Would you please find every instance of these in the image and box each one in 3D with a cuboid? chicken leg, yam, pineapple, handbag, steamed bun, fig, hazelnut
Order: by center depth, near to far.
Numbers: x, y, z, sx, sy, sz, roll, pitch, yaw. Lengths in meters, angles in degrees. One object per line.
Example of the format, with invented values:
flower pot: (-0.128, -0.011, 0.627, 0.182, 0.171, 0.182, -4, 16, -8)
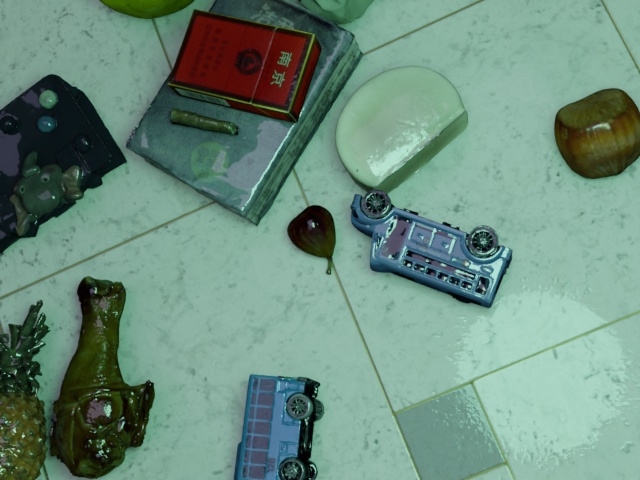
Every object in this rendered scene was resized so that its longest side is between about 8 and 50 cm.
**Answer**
hazelnut: (0.485, -0.184, 1.654, 0.150, 0.150, 0.150, -2, 78, 11)
steamed bun: (0.134, -0.207, 1.711, 0.242, 0.146, 0.164, -41, 77, 1)
yam: (-0.207, -0.215, 1.717, 0.130, 0.027, 0.033, 11, 81, 14)
chicken leg: (-0.388, 0.252, 1.726, 0.212, 0.140, 0.361, 7, 83, 21)
fig: (0.000, 0.000, 1.739, 0.089, 0.089, 0.125, -35, 99, 3)
pineapple: (-0.571, 0.275, 1.753, 0.169, 0.169, 0.340, 0, 75, 12)
handbag: (-0.564, -0.139, 1.860, 0.326, 0.118, 0.269, -37, 75, 4)

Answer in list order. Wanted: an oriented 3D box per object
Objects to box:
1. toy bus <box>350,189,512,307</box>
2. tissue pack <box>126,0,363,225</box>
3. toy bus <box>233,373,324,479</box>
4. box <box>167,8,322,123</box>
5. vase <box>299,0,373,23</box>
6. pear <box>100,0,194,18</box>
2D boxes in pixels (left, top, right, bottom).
toy bus: (0.181, 0.015, 1.668, 0.292, 0.125, 0.133, 20, 84, 13)
tissue pack: (-0.142, -0.266, 1.792, 0.288, 0.124, 0.394, 31, 86, 15)
toy bus: (-0.075, 0.354, 1.655, 0.134, 0.116, 0.233, 4, 77, 13)
box: (-0.135, -0.311, 1.700, 0.240, 0.074, 0.153, 15, 77, 15)
vase: (-0.056, -0.558, 1.826, 0.360, 0.165, 0.165, 37, 88, 20)
pear: (-0.323, -0.540, 1.844, 0.269, 0.212, 0.212, -24, 74, 17)
